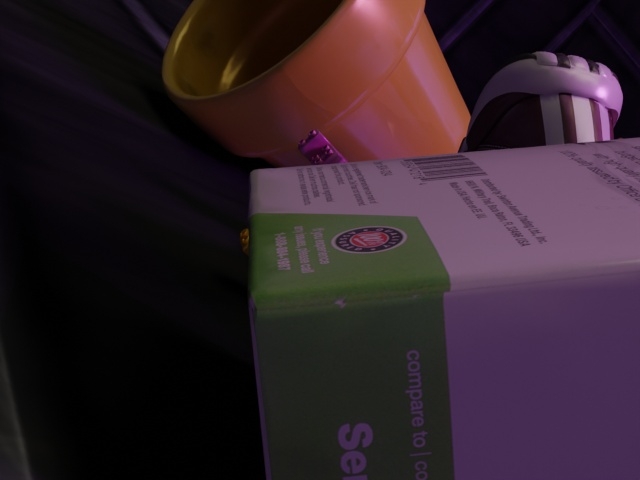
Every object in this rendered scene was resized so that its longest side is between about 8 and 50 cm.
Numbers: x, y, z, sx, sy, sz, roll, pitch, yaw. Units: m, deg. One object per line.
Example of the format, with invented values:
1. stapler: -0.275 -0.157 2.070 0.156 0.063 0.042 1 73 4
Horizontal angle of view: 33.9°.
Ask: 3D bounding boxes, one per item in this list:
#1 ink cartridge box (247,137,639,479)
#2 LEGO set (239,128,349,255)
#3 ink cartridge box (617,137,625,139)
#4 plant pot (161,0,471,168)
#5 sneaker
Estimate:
1. ink cartridge box: 0.111 0.031 0.429 0.273 0.114 0.198 -5 16 -2
2. LEGO set: 0.000 0.000 0.653 0.093 0.087 0.227 45 6 -25
3. ink cartridge box: 0.289 0.087 0.798 0.283 0.207 0.117 30 13 -15
4. plant pot: 0.018 -0.153 1.011 0.239 0.254 0.254 44 4 -35
5. sneaker: 0.107 0.034 0.643 0.107 0.281 0.162 6 52 -4
